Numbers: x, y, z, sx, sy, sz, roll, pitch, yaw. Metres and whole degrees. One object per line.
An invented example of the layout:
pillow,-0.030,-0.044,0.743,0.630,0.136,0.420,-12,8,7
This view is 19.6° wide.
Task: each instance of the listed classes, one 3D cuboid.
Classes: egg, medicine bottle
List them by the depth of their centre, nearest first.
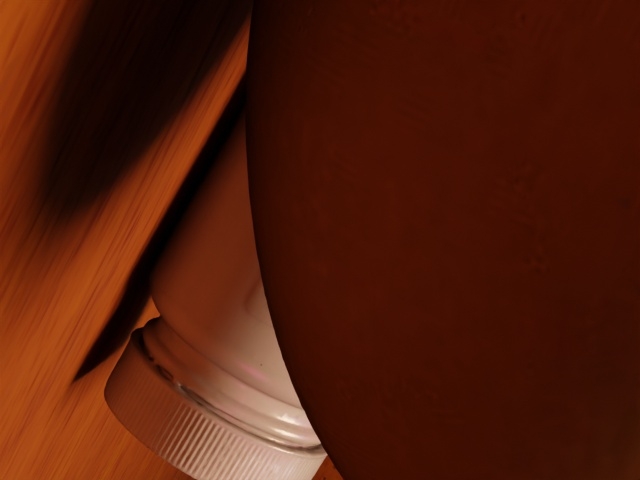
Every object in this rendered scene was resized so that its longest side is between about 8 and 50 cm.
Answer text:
egg,0.138,-0.066,0.484,0.374,0.301,0.301,-50,177,5
medicine bottle,0.000,0.000,0.705,0.187,0.103,0.103,-60,176,10
